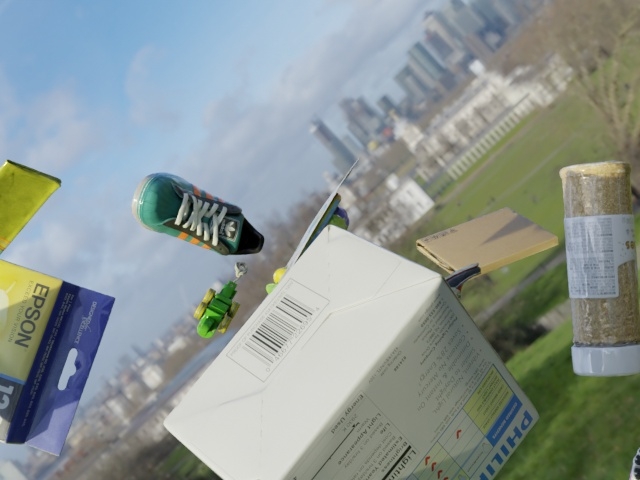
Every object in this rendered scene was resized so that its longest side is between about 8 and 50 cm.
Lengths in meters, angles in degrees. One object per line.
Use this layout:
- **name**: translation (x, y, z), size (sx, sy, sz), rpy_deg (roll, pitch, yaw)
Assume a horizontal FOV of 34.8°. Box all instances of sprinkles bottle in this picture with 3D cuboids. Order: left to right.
- **sprinkles bottle**: translation (0.475, 0.048, 1.720), size (0.121, 0.355, 0.121), rpy_deg (-4, -2, 0)

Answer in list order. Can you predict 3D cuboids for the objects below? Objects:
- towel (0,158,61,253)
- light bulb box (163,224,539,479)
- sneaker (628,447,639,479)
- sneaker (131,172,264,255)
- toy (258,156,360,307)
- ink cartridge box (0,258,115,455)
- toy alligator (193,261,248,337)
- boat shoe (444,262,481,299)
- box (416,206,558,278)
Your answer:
- **towel**: translation (-0.520, -0.033, 1.635), size (0.102, 0.021, 0.237), rpy_deg (21, -54, -42)
- **light bulb box**: translation (0.056, 0.241, 1.379), size (0.358, 0.361, 0.225), rpy_deg (-49, 43, -12)
- **sneaker**: translation (0.479, 0.383, 1.532), size (0.170, 0.068, 0.071), rpy_deg (-59, -5, -31)
- **sneaker**: translation (-0.201, -0.040, 1.774), size (0.302, 0.121, 0.108), rpy_deg (24, -98, -61)
- **toy**: translation (0.000, 0.000, 1.516), size (0.237, 0.056, 0.137), rpy_deg (-55, 3, -32)
- **ink cartridge box**: translation (-0.563, 0.193, 1.815), size (0.072, 0.307, 0.303), rpy_deg (61, -133, -80)
- **toy alligator**: translation (-0.162, 0.105, 1.654), size (0.051, 0.056, 0.189), rpy_deg (-60, 2, 36)
- **boat shoe**: translation (0.188, 0.081, 1.542), size (0.137, 0.043, 0.049), rpy_deg (-34, -11, 14)
- **box**: translation (0.299, 0.005, 1.840), size (0.201, 0.021, 0.164), rpy_deg (-19, 28, -18)
